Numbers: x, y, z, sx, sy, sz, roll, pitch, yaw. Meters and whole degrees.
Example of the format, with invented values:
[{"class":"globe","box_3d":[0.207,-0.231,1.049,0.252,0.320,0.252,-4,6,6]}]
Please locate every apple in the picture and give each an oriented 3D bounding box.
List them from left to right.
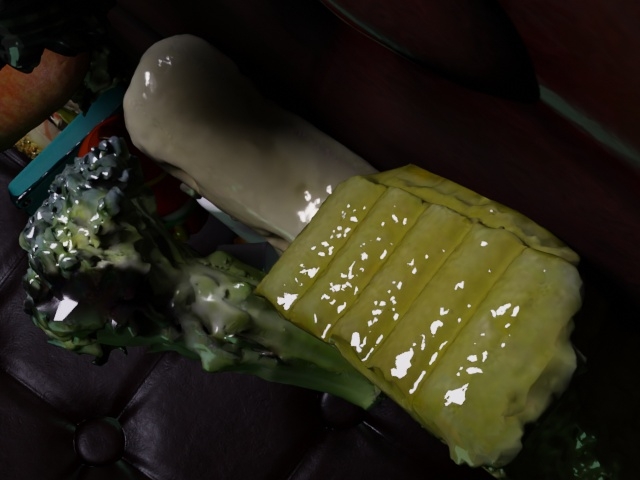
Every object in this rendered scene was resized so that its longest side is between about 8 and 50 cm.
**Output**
[{"class":"apple","box_3d":[-0.317,-0.181,0.996,0.174,0.188,0.188,44,174,-22]}]

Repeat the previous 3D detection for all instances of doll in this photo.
[{"class":"doll","box_3d":[-0.245,-0.097,1.493,0.182,0.160,0.363,5,169,5]}]

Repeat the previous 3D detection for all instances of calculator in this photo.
[{"class":"calculator","box_3d":[-0.346,-0.113,1.628,0.058,0.248,0.274,43,178,15]}]

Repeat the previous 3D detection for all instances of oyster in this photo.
[{"class":"oyster","box_3d":[-0.314,-0.219,1.260,0.221,0.096,0.361,31,-177,-40]}]

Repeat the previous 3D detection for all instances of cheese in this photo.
[{"class":"cheese","box_3d":[-0.028,-0.039,0.792,0.263,0.093,0.159,36,177,0]}]

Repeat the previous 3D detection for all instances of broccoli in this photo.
[{"class":"broccoli","box_3d":[-0.072,0.047,0.781,0.304,0.146,0.165,28,165,-19]}]

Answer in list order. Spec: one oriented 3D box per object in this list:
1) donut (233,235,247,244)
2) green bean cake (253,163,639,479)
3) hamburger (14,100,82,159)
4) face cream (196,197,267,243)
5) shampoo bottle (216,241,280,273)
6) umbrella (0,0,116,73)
[{"class":"donut","box_3d":[-0.016,0.053,1.606,0.253,0.118,0.253,39,175,4]},{"class":"green bean cake","box_3d":[0.110,0.072,0.629,0.236,0.124,0.233,40,176,-41]},{"class":"hamburger","box_3d":[-0.462,-0.239,1.695,0.302,0.170,0.302,38,175,4]},{"class":"face cream","box_3d":[0.000,0.000,1.021,0.092,0.092,0.311,34,176,41]},{"class":"shampoo bottle","box_3d":[-0.006,0.014,0.911,0.165,0.040,0.080,-3,172,-1]},{"class":"umbrella","box_3d":[-0.213,-0.189,0.464,0.154,0.128,0.336,37,174,28]}]
